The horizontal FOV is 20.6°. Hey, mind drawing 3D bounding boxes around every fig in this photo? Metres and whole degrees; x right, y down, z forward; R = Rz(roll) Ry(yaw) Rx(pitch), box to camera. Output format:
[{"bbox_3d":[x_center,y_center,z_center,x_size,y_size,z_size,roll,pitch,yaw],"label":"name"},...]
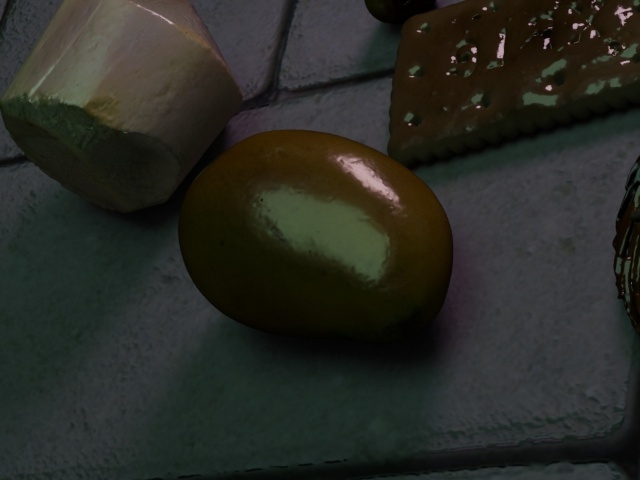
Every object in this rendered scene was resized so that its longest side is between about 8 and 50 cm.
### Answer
[{"bbox_3d":[0.090,-0.289,1.981,0.098,0.082,0.084,-104,34,-62],"label":"fig"}]

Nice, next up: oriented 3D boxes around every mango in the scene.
[{"bbox_3d":[0.000,0.000,1.728,0.317,0.173,0.211,20,69,38],"label":"mango"}]

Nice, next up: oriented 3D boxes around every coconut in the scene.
[{"bbox_3d":[-0.219,-0.174,1.997,0.239,0.239,0.244,17,66,44],"label":"coconut"}]

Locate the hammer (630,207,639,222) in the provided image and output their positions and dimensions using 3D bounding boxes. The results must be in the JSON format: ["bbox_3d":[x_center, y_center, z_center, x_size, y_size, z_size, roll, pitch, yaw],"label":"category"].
[{"bbox_3d":[0.375,-0.051,1.472,0.292,0.029,0.058,-19,47,46],"label":"hammer"}]

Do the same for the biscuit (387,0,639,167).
[{"bbox_3d":[0.218,-0.197,1.826,0.324,0.044,0.217,-14,47,28],"label":"biscuit"}]

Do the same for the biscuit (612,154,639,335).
[{"bbox_3d":[0.380,-0.034,1.507,0.318,0.040,0.318,-31,44,35],"label":"biscuit"}]
